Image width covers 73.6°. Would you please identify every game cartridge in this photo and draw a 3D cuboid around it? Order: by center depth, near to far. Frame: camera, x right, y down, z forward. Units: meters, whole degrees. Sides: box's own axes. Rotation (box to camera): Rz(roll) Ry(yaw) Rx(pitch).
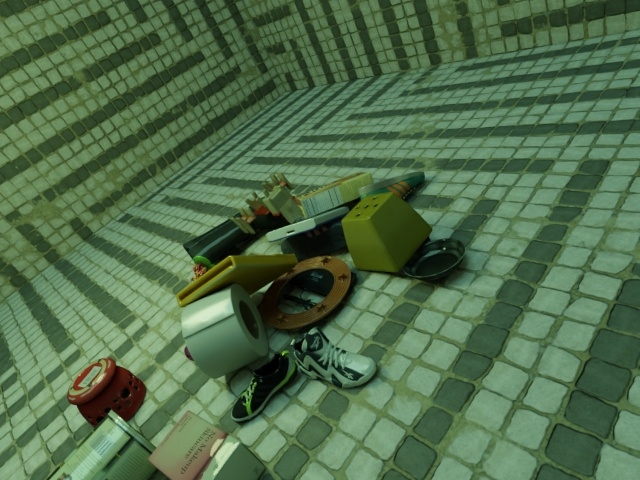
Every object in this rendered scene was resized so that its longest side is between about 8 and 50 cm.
[{"bbox_3d":[-0.263,0.126,1.415,0.285,0.053,0.323,-33,-16,28],"label":"game cartridge"}]

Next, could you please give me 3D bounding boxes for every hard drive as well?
[{"bbox_3d":[-0.039,-0.066,1.659,0.210,0.040,0.318,-17,4,28],"label":"hard drive"}]

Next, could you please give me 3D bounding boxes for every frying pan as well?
[{"bbox_3d":[0.327,0.043,1.360,0.197,0.053,0.326,-31,21,-8],"label":"frying pan"}]

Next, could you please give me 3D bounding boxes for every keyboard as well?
[{"bbox_3d":[-0.033,0.159,1.494,0.317,0.033,0.201,11,48,48],"label":"keyboard"}]

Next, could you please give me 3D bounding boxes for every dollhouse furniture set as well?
[{"bbox_3d":[-0.196,-0.134,1.701,0.262,0.135,0.259,-51,25,-19],"label":"dollhouse furniture set"}]

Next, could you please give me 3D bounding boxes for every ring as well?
[{"bbox_3d":[-0.056,0.161,1.449,0.336,0.032,0.337,-20,31,12],"label":"ring"}]

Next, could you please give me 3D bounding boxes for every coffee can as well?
[{"bbox_3d":[-0.566,0.611,1.088,0.201,0.202,0.275,6,45,43],"label":"coffee can"}]

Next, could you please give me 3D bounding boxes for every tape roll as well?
[{"bbox_3d":[-0.289,0.276,1.318,0.169,0.246,0.246,-26,31,5],"label":"tape roll"}]

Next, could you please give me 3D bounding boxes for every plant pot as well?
[{"bbox_3d":[-0.704,0.494,1.398,0.191,0.174,0.191,-22,30,14],"label":"plant pot"},{"bbox_3d":[0.196,-0.038,1.409,0.212,0.187,0.212,-46,23,-25],"label":"plant pot"}]

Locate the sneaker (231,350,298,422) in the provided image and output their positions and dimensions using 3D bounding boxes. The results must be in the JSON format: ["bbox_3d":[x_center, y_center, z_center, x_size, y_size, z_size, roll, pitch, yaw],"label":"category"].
[{"bbox_3d":[-0.170,0.393,1.183,0.234,0.097,0.084,-43,33,-10],"label":"sneaker"}]

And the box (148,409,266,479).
[{"bbox_3d":[-0.276,0.540,1.036,0.232,0.127,0.149,4,43,42],"label":"box"}]

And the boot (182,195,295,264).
[{"bbox_3d":[-0.364,-0.029,1.884,0.445,0.146,0.367,-31,18,-19],"label":"boot"}]

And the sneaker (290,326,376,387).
[{"bbox_3d":[0.020,0.300,1.127,0.234,0.153,0.094,0,43,39],"label":"sneaker"}]

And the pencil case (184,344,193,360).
[{"bbox_3d":[-0.406,0.313,1.495,0.095,0.098,0.209,-20,32,14],"label":"pencil case"}]

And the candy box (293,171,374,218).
[{"bbox_3d":[0.053,-0.195,1.795,0.316,0.088,0.183,-23,13,-9],"label":"candy box"}]

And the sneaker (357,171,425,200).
[{"bbox_3d":[0.291,-0.188,1.691,0.302,0.121,0.108,-19,5,-20],"label":"sneaker"}]

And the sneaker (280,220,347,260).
[{"bbox_3d":[0.000,0.000,1.656,0.318,0.112,0.131,-12,11,29],"label":"sneaker"}]

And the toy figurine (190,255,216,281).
[{"bbox_3d":[-0.479,0.175,1.717,0.130,0.173,0.159,1,53,13],"label":"toy figurine"}]
